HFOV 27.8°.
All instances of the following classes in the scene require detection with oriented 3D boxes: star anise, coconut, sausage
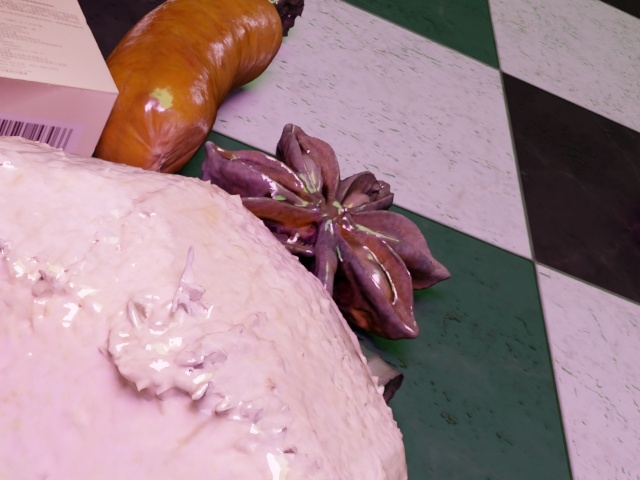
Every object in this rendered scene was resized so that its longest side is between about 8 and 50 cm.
[{"bbox_3d":[0.003,-0.010,0.972,0.212,0.073,0.197,39,37,8],"label":"star anise"},{"bbox_3d":[-0.110,0.102,0.545,0.297,0.297,0.254,39,6,13],"label":"coconut"},{"bbox_3d":[-0.110,-0.132,1.023,0.109,0.109,0.270,28,32,-3],"label":"sausage"}]

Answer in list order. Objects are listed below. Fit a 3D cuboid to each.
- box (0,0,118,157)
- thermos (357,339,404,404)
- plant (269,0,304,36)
[{"bbox_3d":[-0.271,-0.131,0.900,0.212,0.095,0.168,6,42,-34],"label":"box"},{"bbox_3d":[-0.040,0.055,0.847,0.188,0.083,0.073,39,76,16],"label":"thermos"},{"bbox_3d":[-0.082,-0.252,1.223,0.092,0.094,0.143,-27,74,-37],"label":"plant"}]
